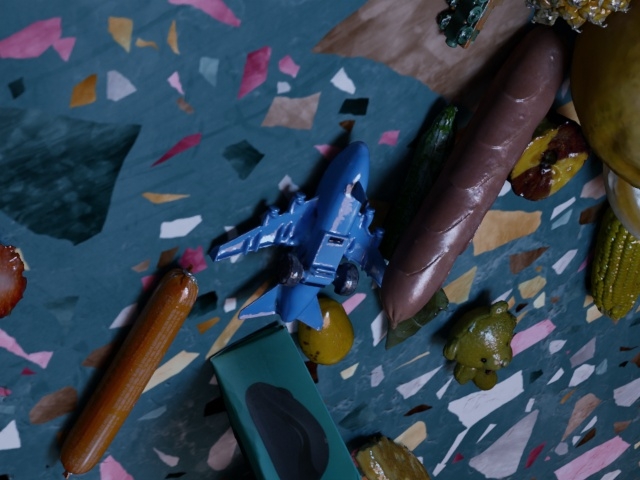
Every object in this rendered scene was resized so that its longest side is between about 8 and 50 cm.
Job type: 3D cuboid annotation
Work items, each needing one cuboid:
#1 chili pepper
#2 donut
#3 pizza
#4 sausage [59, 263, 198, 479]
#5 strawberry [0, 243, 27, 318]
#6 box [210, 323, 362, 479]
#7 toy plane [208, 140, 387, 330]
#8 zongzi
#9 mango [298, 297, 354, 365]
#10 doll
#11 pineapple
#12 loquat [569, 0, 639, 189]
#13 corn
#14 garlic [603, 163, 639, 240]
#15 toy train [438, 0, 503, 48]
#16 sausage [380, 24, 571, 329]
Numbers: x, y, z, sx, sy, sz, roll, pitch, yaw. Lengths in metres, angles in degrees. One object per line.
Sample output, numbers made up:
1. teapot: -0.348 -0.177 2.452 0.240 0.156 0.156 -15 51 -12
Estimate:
1. chili pepper: 0.131 -0.075 1.705 0.088 0.059 0.227 -58 168 -59
2. donut: 0.302 -0.119 1.808 0.140 0.059 0.140 -23 140 -21
3. pizza: 0.121 0.385 2.134 0.058 0.127 0.246 -25 154 17
4. sausage: -0.239 0.167 1.649 0.053 0.053 0.348 10 121 -45
5. strawberry: -0.414 0.035 1.339 0.175 0.106 0.236 -67 153 -26
6. box: -0.031 0.295 1.741 0.118 0.311 0.205 -19 140 -11
7. toy plane: 0.000 0.000 1.647 0.254 0.105 0.271 10 126 -28
8. zongzi: 0.090 0.096 1.859 0.154 0.062 0.130 23 124 -43
9. mango: 0.007 0.123 1.808 0.079 0.057 0.114 -18 135 -15
10. doll: 0.263 0.172 2.046 0.137 0.097 0.209 -44 148 -3
11. pineapple: 0.278 -0.299 1.521 0.161 0.176 0.137 -46 168 -51
12. loquat: 0.465 -0.208 1.634 0.328 0.328 0.328 -23 140 -21
13. corn: 0.471 0.024 2.069 0.097 0.097 0.262 -22 142 -22
14. garlic: 0.564 -0.110 1.876 0.286 0.313 0.249 -49 -169 -20
15. toy train: 0.182 -0.273 1.568 0.064 0.044 0.103 -8 133 -49
16. sausage: 0.190 -0.080 1.661 0.088 0.088 0.433 30 89 -51
